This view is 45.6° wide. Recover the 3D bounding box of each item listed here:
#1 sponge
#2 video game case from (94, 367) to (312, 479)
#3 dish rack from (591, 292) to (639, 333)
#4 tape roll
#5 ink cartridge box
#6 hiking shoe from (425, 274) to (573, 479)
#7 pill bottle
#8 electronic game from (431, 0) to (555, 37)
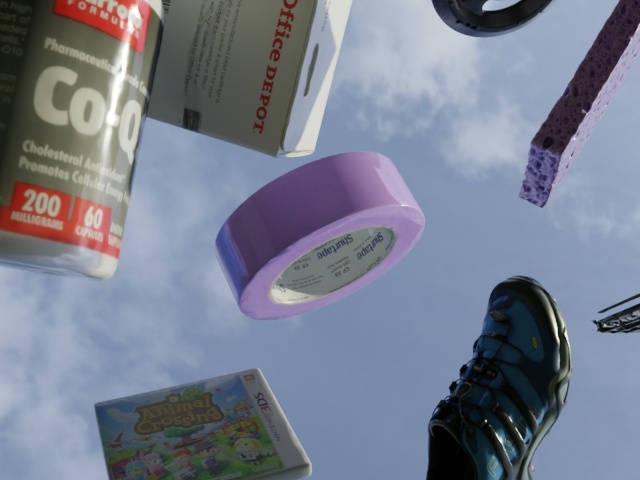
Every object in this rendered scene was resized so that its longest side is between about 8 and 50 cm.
[{"bbox_3d":[0.253,-0.140,0.707,0.031,0.117,0.210,30,-103,19],"label":"sponge"},{"bbox_3d":[-0.143,0.229,0.884,0.212,0.023,0.193,-9,-152,-20],"label":"video game case"},{"bbox_3d":[0.365,0.008,0.644,0.271,0.208,0.074,-32,-116,33],"label":"dish rack"},{"bbox_3d":[0.000,0.000,1.027,0.275,0.275,0.090,-28,-112,1],"label":"tape roll"},{"bbox_3d":[-0.097,-0.182,0.717,0.219,0.092,0.160,20,-76,19],"label":"ink cartridge box"},{"bbox_3d":[0.189,0.185,0.838,0.113,0.132,0.304,6,-95,52],"label":"hiking shoe"},{"bbox_3d":[-0.204,-0.122,0.554,0.161,0.161,0.283,7,-98,16],"label":"pill bottle"},{"bbox_3d":[0.275,-0.406,1.145,0.229,0.229,0.048,-19,-130,5],"label":"electronic game"}]
